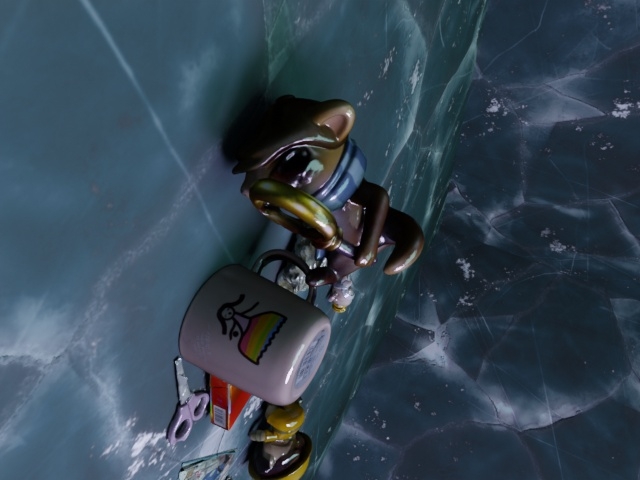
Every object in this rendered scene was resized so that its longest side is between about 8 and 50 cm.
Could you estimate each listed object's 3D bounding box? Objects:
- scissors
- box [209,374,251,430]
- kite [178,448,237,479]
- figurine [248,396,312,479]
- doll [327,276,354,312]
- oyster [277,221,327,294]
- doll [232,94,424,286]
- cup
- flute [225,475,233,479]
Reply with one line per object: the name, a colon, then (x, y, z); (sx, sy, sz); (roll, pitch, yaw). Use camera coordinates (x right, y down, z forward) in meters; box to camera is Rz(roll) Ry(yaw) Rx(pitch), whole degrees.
scissors: (-0.241, 0.281, 0.851); (0.110, 0.021, 0.212); (-51, 155, -46)
box: (-0.179, 0.288, 0.964); (0.112, 0.048, 0.175); (-54, 159, -52)
kite: (-0.296, 0.617, 1.088); (0.368, 0.014, 0.405); (-40, 147, -53)
figurine: (-0.106, 0.563, 1.307); (0.192, 0.167, 0.256); (-24, 132, -44)
doll: (0.059, 0.164, 1.449); (0.084, 0.073, 0.127); (-13, 133, -27)
oyster: (0.000, 0.000, 1.074); (0.198, 0.112, 0.267); (-57, -178, 45)
doll: (0.004, -0.063, 0.765); (0.209, 0.318, 0.339); (-40, 128, -6)
cup: (-0.088, 0.140, 0.829); (0.252, 0.201, 0.191); (-61, 160, -18)
flute: (-0.248, 0.715, 1.305); (0.027, 0.027, 0.233); (-47, 152, -45)
